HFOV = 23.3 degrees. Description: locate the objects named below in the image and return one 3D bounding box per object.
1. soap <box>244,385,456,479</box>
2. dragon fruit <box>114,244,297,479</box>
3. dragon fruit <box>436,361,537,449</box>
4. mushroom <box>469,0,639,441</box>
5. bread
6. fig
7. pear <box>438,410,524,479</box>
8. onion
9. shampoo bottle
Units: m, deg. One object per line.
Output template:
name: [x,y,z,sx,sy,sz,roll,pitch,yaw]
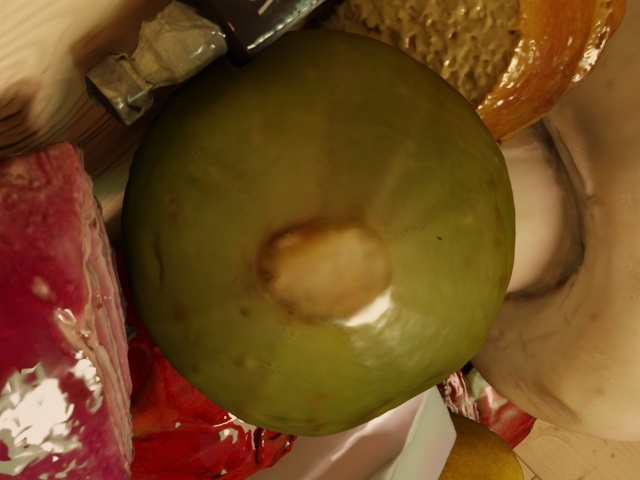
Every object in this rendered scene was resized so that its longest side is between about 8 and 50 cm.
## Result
soap: [-0.112,0.225,1.067,0.446,0.261,0.156,-41,151,-8]
dragon fruit: [-0.077,0.074,0.950,0.209,0.172,0.172,-39,167,-18]
dragon fruit: [0.094,0.086,1.387,0.244,0.244,0.299,-45,155,4]
mushroom: [0.195,-0.021,1.105,0.353,0.325,0.353,-43,177,-2]
bread: [0.091,-0.128,0.896,0.260,0.134,0.129,-52,164,32]
fig: [-0.005,0.006,0.783,0.207,0.207,0.230,-52,-167,34]
pear: [0.062,0.231,1.223,0.209,0.209,0.209,-41,167,-11]
onion: [-0.177,0.102,0.718,0.247,0.111,0.250,-31,150,-18]
shampoo bottle: [-0.022,-0.128,0.720,0.208,0.057,0.063,-39,-175,-9]
